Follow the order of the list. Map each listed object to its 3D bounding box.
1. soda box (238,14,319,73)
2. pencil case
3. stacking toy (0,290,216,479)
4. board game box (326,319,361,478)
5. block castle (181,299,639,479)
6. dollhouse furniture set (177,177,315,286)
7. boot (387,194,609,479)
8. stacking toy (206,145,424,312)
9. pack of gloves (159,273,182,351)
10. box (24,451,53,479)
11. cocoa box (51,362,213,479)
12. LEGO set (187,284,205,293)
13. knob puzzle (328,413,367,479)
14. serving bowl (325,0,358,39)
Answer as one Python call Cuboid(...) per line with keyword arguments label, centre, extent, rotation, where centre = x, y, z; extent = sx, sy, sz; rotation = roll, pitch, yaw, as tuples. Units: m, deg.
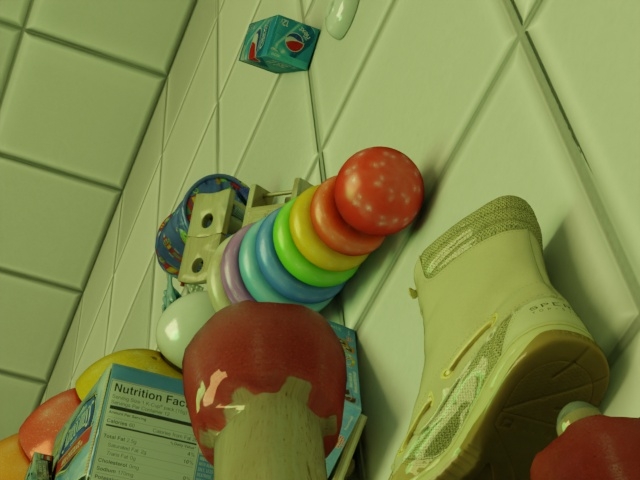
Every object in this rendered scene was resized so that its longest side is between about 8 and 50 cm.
Cuboid(label="soda box", centre=(-0.068, -0.305, 1.918), extent=(0.210, 0.071, 0.067), rotation=(-161, 88, -74))
Cuboid(label="pencil case", centre=(-0.174, -0.018, 1.880), extent=(0.133, 0.119, 0.306), rotation=(-37, 2, -18))
Cuboid(label="stacking toy", centre=(-0.266, 0.278, 1.743), extent=(0.480, 0.351, 0.350), rotation=(-53, 18, 2))
Cuboid(label="board game box", centre=(-0.010, 0.187, 1.213), extent=(0.211, 0.039, 0.160), rotation=(-94, 28, -74))
Cuboid(label="block castle", centre=(0.000, 0.267, 0.709), extent=(0.212, 0.303, 0.453), rotation=(-98, 31, -57))
Cuboid(label="dollhouse furniture set", centre=(-0.066, 0.013, 1.569), extent=(0.184, 0.129, 0.128), rotation=(-6, 65, 40))
Cuboid(label="boot", centre=(0.099, 0.112, 0.904), extent=(0.203, 0.095, 0.262), rotation=(-99, 32, -56))
Cuboid(label="stacking toy", centre=(0.000, 0.000, 1.306), extent=(0.330, 0.141, 0.141), rotation=(-39, 37, 55))
Cuboid(label="pack of gloves", centre=(-0.261, 0.127, 2.209), extent=(0.232, 0.046, 0.195), rotation=(-99, 16, -56))
Cuboid(label="box", centre=(-0.350, 0.333, 1.451), extent=(0.094, 0.027, 0.137), rotation=(-106, 35, -60))
Cuboid(label="cocoa box", centre=(-0.197, 0.316, 1.432), extent=(0.347, 0.232, 0.227), rotation=(134, 148, -59))
Cuboid(label="LEGO set", centre=(-0.218, 0.190, 1.950), extent=(0.182, 0.060, 0.244), rotation=(-61, 19, 24))
Cuboid(label="knob puzzle", centre=(-0.002, 0.259, 1.204), extent=(0.213, 0.030, 0.213), rotation=(-157, 90, -83))
Cuboid(label="serving bowl", centre=(0.026, -0.323, 1.704), extent=(0.083, 0.027, 0.083), rotation=(-164, 90, -74))
